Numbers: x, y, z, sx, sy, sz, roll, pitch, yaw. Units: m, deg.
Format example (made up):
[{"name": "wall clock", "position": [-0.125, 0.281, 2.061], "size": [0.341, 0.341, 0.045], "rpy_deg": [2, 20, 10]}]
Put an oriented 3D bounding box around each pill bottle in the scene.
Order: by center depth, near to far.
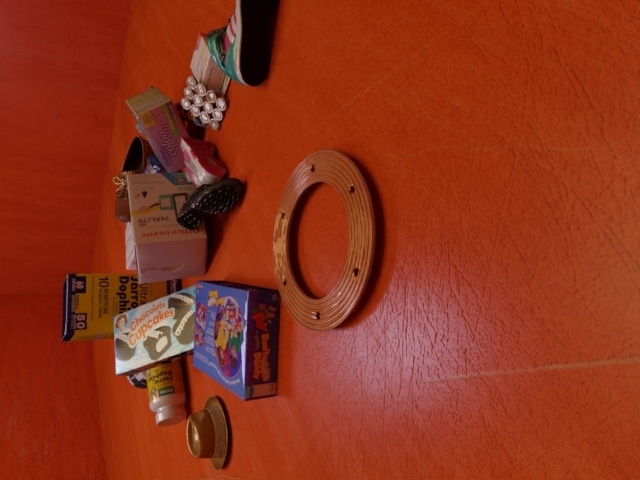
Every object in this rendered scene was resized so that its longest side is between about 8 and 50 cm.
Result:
[{"name": "pill bottle", "position": [-0.502, 0.489, 1.520], "size": [0.117, 0.117, 0.208], "rpy_deg": [-53, 45, 41]}, {"name": "pill bottle", "position": [-0.639, 0.475, 1.721], "size": [0.246, 0.130, 0.130], "rpy_deg": [-37, 57, 50]}]

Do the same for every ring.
[{"name": "ring", "position": [0.000, 0.000, 0.869], "size": [0.336, 0.032, 0.336], "rpy_deg": [-7, 82, 58]}]

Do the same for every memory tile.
[{"name": "memory tile", "position": [-0.342, -0.403, 1.369], "size": [0.148, 0.012, 0.113], "rpy_deg": [37, 132, 5]}]

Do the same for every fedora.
[{"name": "fedora", "position": [-0.312, 0.523, 1.259], "size": [0.194, 0.079, 0.194], "rpy_deg": [-10, 79, 57]}]

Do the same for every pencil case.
[{"name": "pencil case", "position": [-0.620, -0.186, 1.765], "size": [0.133, 0.119, 0.306], "rpy_deg": [47, 129, 18]}]

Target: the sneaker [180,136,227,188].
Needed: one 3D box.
[{"name": "sneaker", "position": [-0.363, -0.223, 1.384], "size": [0.252, 0.103, 0.111], "rpy_deg": [57, 131, 43]}]

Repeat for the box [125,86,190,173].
[{"name": "box", "position": [-0.523, -0.368, 1.540], "size": [0.243, 0.117, 0.213], "rpy_deg": [43, 158, 51]}]

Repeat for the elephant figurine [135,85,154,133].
[{"name": "elephant figurine", "position": [-0.621, -0.443, 1.773], "size": [0.186, 0.169, 0.239], "rpy_deg": [-55, 18, -3]}]

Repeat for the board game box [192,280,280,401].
[{"name": "board game box", "position": [-0.217, 0.224, 1.139], "size": [0.347, 0.078, 0.233], "rpy_deg": [0, 87, 57]}]

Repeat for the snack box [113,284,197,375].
[{"name": "snack box", "position": [-0.477, 0.273, 1.400], "size": [0.322, 0.060, 0.187], "rpy_deg": [-22, 65, 16]}]

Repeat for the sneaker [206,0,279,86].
[{"name": "sneaker", "position": [-0.193, -0.534, 1.141], "size": [0.178, 0.124, 0.295], "rpy_deg": [23, 108, 46]}]

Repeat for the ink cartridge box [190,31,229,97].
[{"name": "ink cartridge box", "position": [-0.324, -0.520, 1.382], "size": [0.198, 0.067, 0.115], "rpy_deg": [59, 134, 40]}]

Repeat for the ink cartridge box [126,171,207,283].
[{"name": "ink cartridge box", "position": [-0.462, -0.041, 1.398], "size": [0.197, 0.198, 0.270], "rpy_deg": [110, 146, -49]}]

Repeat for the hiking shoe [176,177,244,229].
[{"name": "hiking shoe", "position": [-0.299, -0.123, 1.255], "size": [0.227, 0.086, 0.114], "rpy_deg": [-26, 43, 24]}]

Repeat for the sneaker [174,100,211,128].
[{"name": "sneaker", "position": [-0.403, -0.407, 1.481], "size": [0.215, 0.083, 0.084], "rpy_deg": [22, 103, 54]}]

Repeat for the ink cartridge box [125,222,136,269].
[{"name": "ink cartridge box", "position": [-0.767, -0.012, 1.990], "size": [0.172, 0.100, 0.237], "rpy_deg": [-43, 52, 47]}]

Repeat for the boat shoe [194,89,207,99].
[{"name": "boat shoe", "position": [-0.360, -0.475, 1.455], "size": [0.049, 0.043, 0.137], "rpy_deg": [-57, 41, 17]}]

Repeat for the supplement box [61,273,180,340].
[{"name": "supplement box", "position": [-0.682, 0.229, 1.599], "size": [0.195, 0.356, 0.194], "rpy_deg": [-29, 63, 54]}]

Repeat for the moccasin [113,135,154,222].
[{"name": "moccasin", "position": [-0.770, -0.255, 1.914], "size": [0.147, 0.139, 0.380], "rpy_deg": [64, -146, -64]}]
